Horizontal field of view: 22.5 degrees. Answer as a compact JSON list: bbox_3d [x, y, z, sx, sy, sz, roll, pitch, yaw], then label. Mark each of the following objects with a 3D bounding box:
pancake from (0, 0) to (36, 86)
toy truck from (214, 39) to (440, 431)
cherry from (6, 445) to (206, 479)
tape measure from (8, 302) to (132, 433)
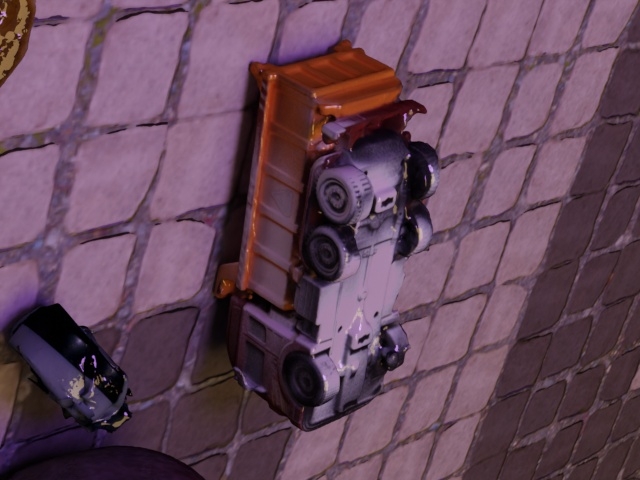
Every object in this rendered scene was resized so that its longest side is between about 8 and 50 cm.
[{"bbox_3d":[-0.219,-0.123,0.880,0.158,0.028,0.158,-30,139,-31],"label":"pancake"},{"bbox_3d":[0.000,0.000,1.194,0.114,0.135,0.270,-19,129,-41],"label":"toy truck"},{"bbox_3d":[-0.159,0.242,1.135,0.213,0.266,0.183,-33,106,-34],"label":"cherry"},{"bbox_3d":[-0.168,0.084,1.084,0.054,0.091,0.094,-42,164,-10],"label":"tape measure"}]
